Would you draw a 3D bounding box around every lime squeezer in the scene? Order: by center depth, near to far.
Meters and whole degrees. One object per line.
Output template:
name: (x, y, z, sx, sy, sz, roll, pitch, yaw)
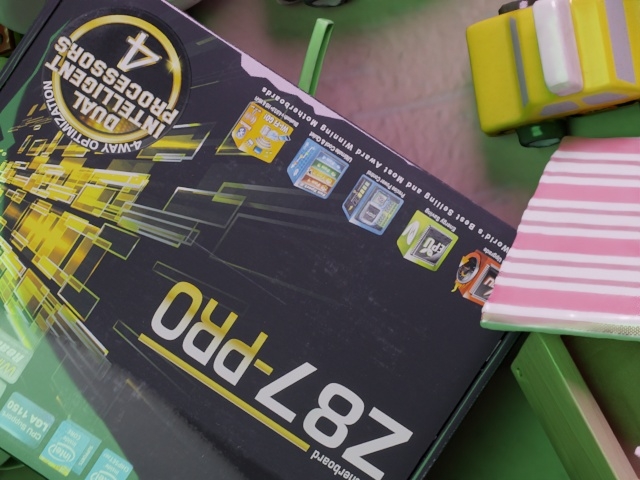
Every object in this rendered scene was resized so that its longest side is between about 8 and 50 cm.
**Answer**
lime squeezer: (0.000, 0.000, 1.350, 0.110, 0.059, 0.310, -18, 87, 44)

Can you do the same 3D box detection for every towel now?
towel: (0.198, -0.001, 1.173, 0.144, 0.197, 0.029, 4, 131, 26)

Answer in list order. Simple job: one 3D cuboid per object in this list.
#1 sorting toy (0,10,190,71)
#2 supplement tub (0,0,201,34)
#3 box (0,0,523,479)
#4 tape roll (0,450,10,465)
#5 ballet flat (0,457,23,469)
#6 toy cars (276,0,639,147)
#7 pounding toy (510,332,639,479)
sorting toy: (-0.217, -0.153, 1.510, 0.274, 0.046, 0.132, -14, 81, 30)
supplement tub: (-0.190, -0.337, 1.388, 0.228, 0.228, 0.316, -29, 70, 28)
box: (-0.083, 0.039, 1.263, 0.395, 0.097, 0.318, 34, 90, 4)
tape roll: (-0.331, 0.058, 1.453, 0.246, 0.169, 0.246, -23, 54, 35)
ballet flat: (-0.222, 0.133, 1.499, 0.232, 0.080, 0.073, -29, 101, 30)
toy cars: (0.099, -0.182, 1.289, 0.393, 0.087, 0.176, 35, 106, 28)
pounding toy: (0.253, 0.124, 1.175, 0.181, 0.094, 0.206, -23, 72, -14)
